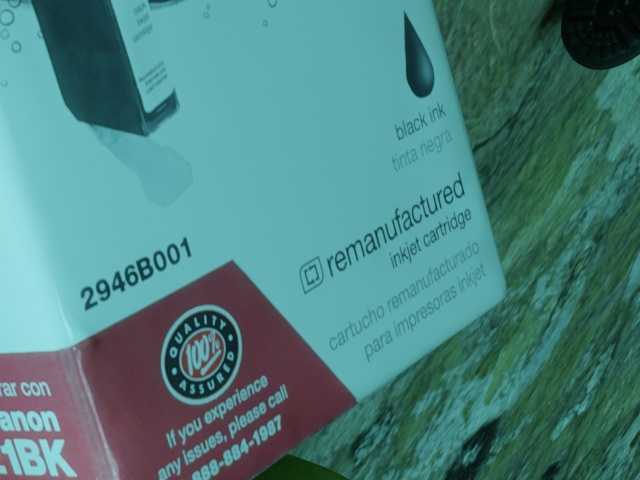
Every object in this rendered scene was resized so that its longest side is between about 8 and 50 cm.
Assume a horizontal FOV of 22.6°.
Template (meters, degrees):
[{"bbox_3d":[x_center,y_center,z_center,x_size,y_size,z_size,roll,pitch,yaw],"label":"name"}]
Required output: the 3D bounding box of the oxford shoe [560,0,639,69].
[{"bbox_3d":[0.244,-0.193,1.080,0.227,0.083,0.096,-50,157,-12],"label":"oxford shoe"}]

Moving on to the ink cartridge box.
[{"bbox_3d":[-0.067,-0.072,0.489,0.197,0.114,0.273,-30,108,-46],"label":"ink cartridge box"}]

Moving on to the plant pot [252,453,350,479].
[{"bbox_3d":[-0.059,0.280,0.930,0.293,0.275,0.275,-61,158,-27],"label":"plant pot"}]
